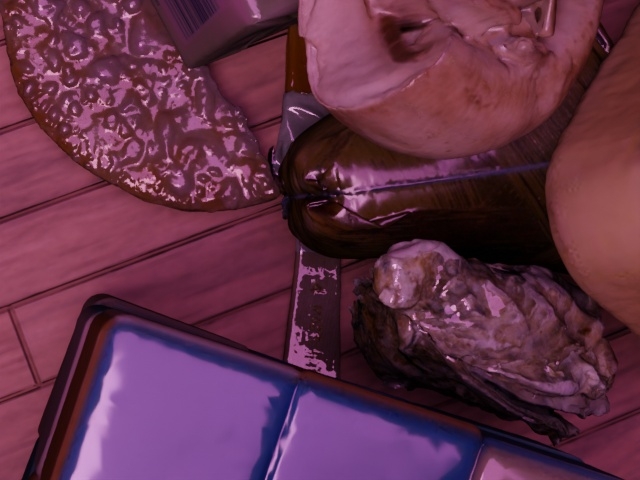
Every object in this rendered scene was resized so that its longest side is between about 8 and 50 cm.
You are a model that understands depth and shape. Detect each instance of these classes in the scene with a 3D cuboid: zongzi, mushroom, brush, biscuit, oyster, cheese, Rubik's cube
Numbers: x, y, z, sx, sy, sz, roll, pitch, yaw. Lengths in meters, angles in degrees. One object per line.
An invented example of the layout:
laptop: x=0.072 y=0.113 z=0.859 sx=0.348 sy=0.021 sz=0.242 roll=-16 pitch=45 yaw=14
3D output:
zongzi: x=0.145 y=-0.004 z=1.251 sx=0.286 sy=0.138 sz=0.300 roll=-33 pitch=100 yaw=-17
mushroom: x=0.110 y=-0.173 z=1.100 sx=0.189 sy=0.195 sz=0.253 roll=14 pitch=77 yaw=-43
brush: x=0.000 y=0.000 z=1.283 sx=0.085 sy=0.020 sz=0.336 roll=3 pitch=86 yaw=-9
biscuit: x=-0.155 y=-0.129 z=1.255 sx=0.141 sy=0.038 sz=0.290 roll=-29 pitch=90 yaw=-12
oyster: x=0.115 y=0.066 z=1.176 sx=0.198 sy=0.267 sz=0.112 roll=18 pitch=83 yaw=2
cheese: x=0.283 y=-0.035 z=1.198 sx=0.384 sy=0.104 sz=0.384 roll=17 pitch=68 yaw=-48
Rubik's cube: x=-0.041 y=0.249 z=1.085 sx=0.347 sy=0.344 sz=0.347 roll=18 pitch=88 yaw=-10

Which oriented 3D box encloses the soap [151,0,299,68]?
soap: x=-0.047 y=-0.252 z=1.218 sx=0.182 sy=0.138 sz=0.199 roll=-29 pitch=91 yaw=-26
